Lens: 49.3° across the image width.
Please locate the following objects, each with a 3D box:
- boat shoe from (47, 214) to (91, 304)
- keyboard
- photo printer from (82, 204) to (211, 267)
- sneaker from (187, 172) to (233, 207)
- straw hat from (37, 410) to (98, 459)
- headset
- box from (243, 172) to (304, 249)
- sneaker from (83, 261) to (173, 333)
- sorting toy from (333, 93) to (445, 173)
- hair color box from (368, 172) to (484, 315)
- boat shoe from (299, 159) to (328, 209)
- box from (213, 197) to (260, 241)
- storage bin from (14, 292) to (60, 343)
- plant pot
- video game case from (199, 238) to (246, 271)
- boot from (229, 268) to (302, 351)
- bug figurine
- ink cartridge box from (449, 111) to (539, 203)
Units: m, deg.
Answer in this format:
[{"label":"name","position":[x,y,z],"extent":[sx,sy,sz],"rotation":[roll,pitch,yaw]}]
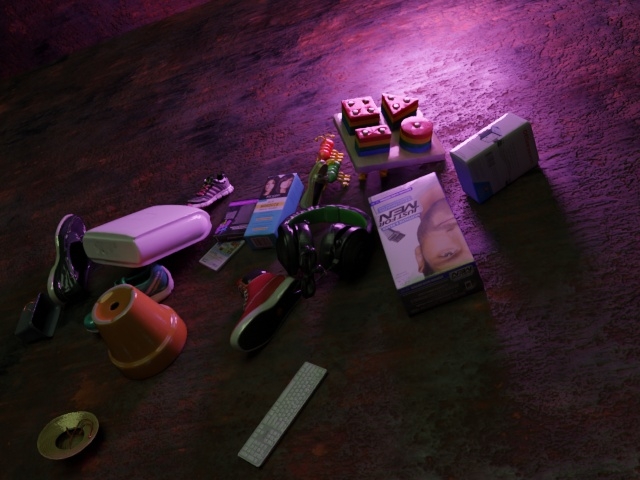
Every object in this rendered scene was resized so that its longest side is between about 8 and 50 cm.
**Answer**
[{"label":"boat shoe","position":[-0.760,0.043,2.176],"extent":[0.113,0.127,0.340],"rotation":[-17,43,12]},{"label":"keyboard","position":[-0.081,0.375,1.522],"extent":[0.072,0.014,0.256],"rotation":[16,57,40]},{"label":"photo printer","position":[-0.490,-0.023,2.027],"extent":[0.255,0.107,0.307],"rotation":[4,21,38]},{"label":"sneaker","position":[-0.349,-0.157,2.154],"extent":[0.170,0.075,0.063],"rotation":[-33,27,-35]},{"label":"straw hat","position":[-0.595,0.483,1.670],"extent":[0.144,0.061,0.145],"rotation":[-4,38,3]},{"label":"headset","position":[0.000,0.000,1.705],"extent":[0.243,0.185,0.394],"rotation":[2,32,10]},{"label":"box","position":[-0.131,-0.085,1.995],"extent":[0.100,0.060,0.244],"rotation":[-6,45,25]},{"label":"sneaker","position":[-0.548,0.154,1.950],"extent":[0.275,0.110,0.107],"rotation":[-35,40,-6]},{"label":"sorting toy","position":[0.190,-0.318,1.948],"extent":[0.255,0.089,0.257],"rotation":[-10,45,-10]},{"label":"hair color box","position":[0.242,0.000,1.656],"extent":[0.185,0.110,0.339],"rotation":[-21,42,7]},{"label":"boat shoe","position":[-0.009,-0.149,1.957],"extent":[0.048,0.056,0.153],"rotation":[30,100,38]},{"label":"box","position":[-0.235,-0.062,2.046],"extent":[0.116,0.029,0.162],"rotation":[-6,39,23]},{"label":"storage bin","position":[-0.847,0.233,2.061],"extent":[0.091,0.098,0.135],"rotation":[-28,39,18]},{"label":"plant pot","position":[-0.477,0.217,1.780],"extent":[0.205,0.188,0.205],"rotation":[-16,41,15]},{"label":"video game case","position":[-0.281,0.033,1.997],"extent":[0.087,0.011,0.122],"rotation":[22,61,44]},{"label":"boot","position":[-0.177,0.169,1.741],"extent":[0.176,0.088,0.244],"rotation":[12,47,39]},{"label":"bug figurine","position":[0.097,-0.250,2.028],"extent":[0.278,0.072,0.216],"rotation":[-11,43,20]},{"label":"ink cartridge box","position":[0.434,-0.206,1.732],"extent":[0.190,0.140,0.082],"rotation":[-34,38,-7]}]
